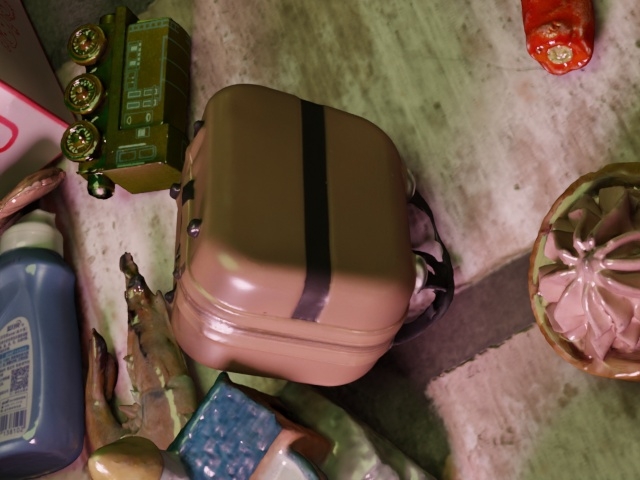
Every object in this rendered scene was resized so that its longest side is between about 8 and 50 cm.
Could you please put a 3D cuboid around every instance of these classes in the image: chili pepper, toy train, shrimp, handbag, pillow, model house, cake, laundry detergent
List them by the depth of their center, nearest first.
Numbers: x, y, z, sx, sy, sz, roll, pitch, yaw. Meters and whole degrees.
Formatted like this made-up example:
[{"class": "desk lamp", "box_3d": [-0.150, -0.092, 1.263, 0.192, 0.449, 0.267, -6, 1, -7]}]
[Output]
[{"class": "cake", "box_3d": [0.270, 0.017, 1.470, 0.185, 0.178, 0.208, 26, 84, 35]}, {"class": "model house", "box_3d": [-0.084, 0.252, 1.500, 0.194, 0.325, 0.267, 37, 93, 37]}, {"class": "handbag", "box_3d": [0.000, 0.000, 1.596, 0.302, 0.283, 0.149, -93, 23, -52]}, {"class": "chili pepper", "box_3d": [0.230, -0.224, 1.647, 0.070, 0.073, 0.123, 129, 143, -59]}, {"class": "shrimp", "box_3d": [-0.197, 0.147, 1.771, 0.145, 0.059, 0.254, -35, 63, 27]}, {"class": "laundry detergent", "box_3d": [-0.320, 0.110, 1.836, 0.143, 0.094, 0.290, -24, 57, 41]}, {"class": "toy train", "box_3d": [-0.211, -0.157, 1.872, 0.137, 0.090, 0.225, -7, 69, 21]}, {"class": "pillow", "box_3d": [-0.377, -0.014, 1.897, 0.211, 0.135, 0.034, -38, 90, 14]}]

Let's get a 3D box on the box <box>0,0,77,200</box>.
[{"class": "box", "box_3d": [-0.512, -0.188, 1.923, 0.300, 0.312, 0.314, -37, 57, 13]}]
